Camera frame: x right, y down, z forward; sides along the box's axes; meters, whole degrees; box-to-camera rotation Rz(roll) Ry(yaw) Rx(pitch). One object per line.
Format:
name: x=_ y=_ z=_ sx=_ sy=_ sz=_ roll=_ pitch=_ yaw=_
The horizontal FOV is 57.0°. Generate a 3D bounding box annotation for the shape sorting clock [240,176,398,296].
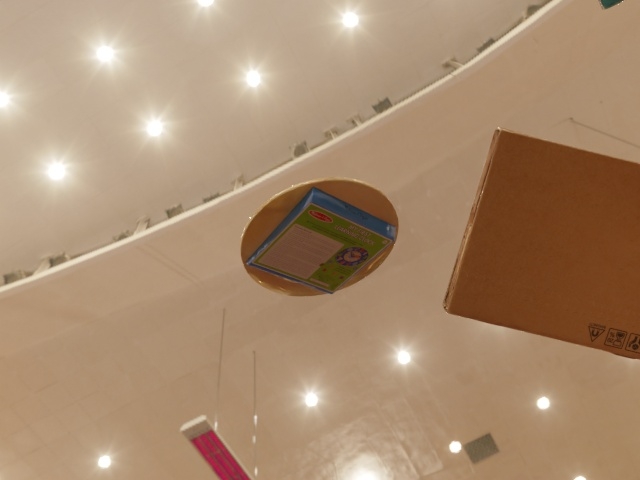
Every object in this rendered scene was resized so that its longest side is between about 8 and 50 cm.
shape sorting clock: x=0.000 y=0.000 z=0.756 sx=0.206 sy=0.040 sz=0.206 roll=-7 pitch=-41 yaw=-7

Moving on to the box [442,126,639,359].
box: x=0.224 y=0.008 z=0.503 sx=0.201 sy=0.021 sz=0.164 roll=14 pitch=-79 yaw=0

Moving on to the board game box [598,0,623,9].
board game box: x=0.286 y=-0.402 z=0.550 sx=0.079 sy=0.336 sz=0.253 roll=-17 pitch=-66 yaw=50
